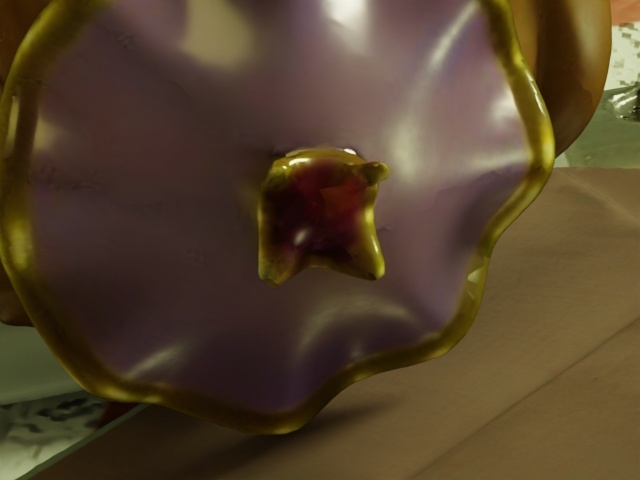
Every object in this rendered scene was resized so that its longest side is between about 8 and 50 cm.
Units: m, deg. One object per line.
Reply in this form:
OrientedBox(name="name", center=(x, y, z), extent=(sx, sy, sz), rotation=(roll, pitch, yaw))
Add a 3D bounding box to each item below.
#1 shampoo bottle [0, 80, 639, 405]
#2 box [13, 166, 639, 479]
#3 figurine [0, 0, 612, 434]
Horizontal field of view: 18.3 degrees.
OrientedBox(name="shampoo bottle", center=(0.000, 0.000, 0.608), extent=(0.227, 0.056, 0.086), rotation=(-9, 28, -2))
OrientedBox(name="box", center=(0.063, 0.063, 0.414), extent=(0.215, 0.086, 0.215), rotation=(-31, 22, -32))
OrientedBox(name="figurine", center=(-0.036, -0.046, 0.477), extent=(0.189, 0.142, 0.263), rotation=(-54, 27, -6))
